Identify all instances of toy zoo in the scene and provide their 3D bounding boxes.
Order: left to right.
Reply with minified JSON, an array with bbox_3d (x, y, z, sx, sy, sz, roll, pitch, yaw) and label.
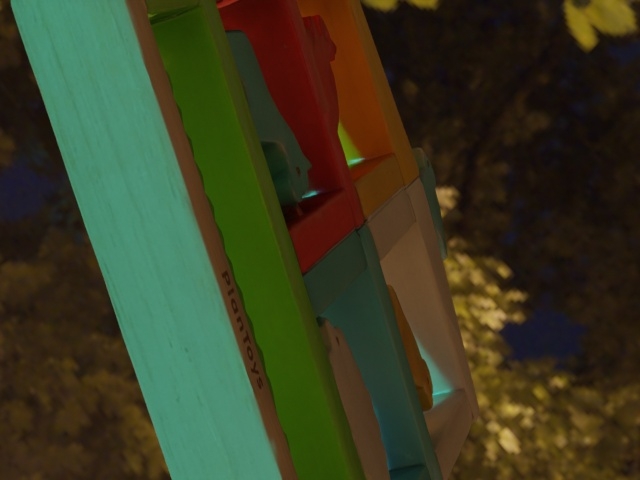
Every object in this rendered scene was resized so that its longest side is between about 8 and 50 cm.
[{"bbox_3d":[0.000,0.000,0.518,0.030,0.192,0.293,-16,7,16],"label":"toy zoo"}]
